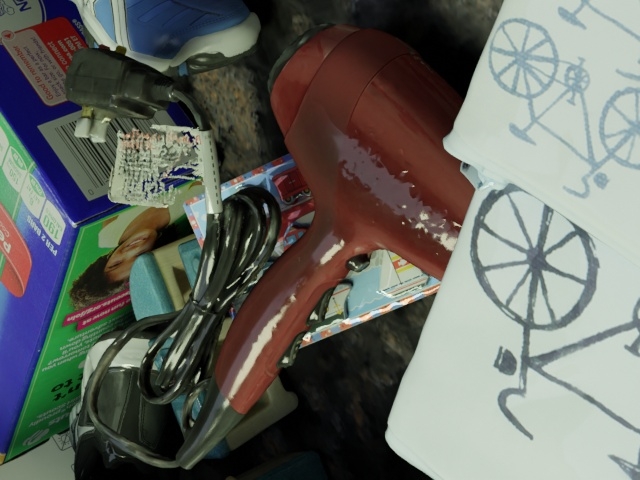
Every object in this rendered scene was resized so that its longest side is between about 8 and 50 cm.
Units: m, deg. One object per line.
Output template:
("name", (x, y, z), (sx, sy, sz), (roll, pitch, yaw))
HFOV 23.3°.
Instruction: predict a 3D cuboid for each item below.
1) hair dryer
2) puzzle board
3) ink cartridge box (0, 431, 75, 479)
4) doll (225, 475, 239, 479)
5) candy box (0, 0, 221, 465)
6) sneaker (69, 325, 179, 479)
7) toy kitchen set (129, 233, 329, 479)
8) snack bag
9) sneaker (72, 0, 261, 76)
("hair dryer", (0.004, 0.005, 0.769), (0.293, 0.080, 0.223), (2, 103, 33))
("puzzle board", (0.000, 0.000, 0.810), (0.128, 0.011, 0.096), (-23, 90, 19))
("ink cartridge box", (-0.261, 0.254, 1.121), (0.165, 0.333, 0.065), (55, 146, 20))
("doll", (0.033, 0.177, 0.832), (0.189, 0.129, 0.046), (6, 128, 12))
("candy box", (-0.220, -0.040, 1.073), (0.268, 0.122, 0.317), (53, 147, 19))
("sneaker", (-0.136, 0.150, 1.059), (0.234, 0.078, 0.106), (110, 164, -62))
("toy kitchen set", (-0.046, 0.097, 0.906), (0.166, 0.122, 0.207), (-16, 97, 58))
("snack bag", (0.165, 0.038, 0.567), (0.323, 0.037, 0.342), (39, 126, 30))
("sneaker", (-0.110, -0.161, 0.876), (0.211, 0.080, 0.081), (38, 141, 35))
